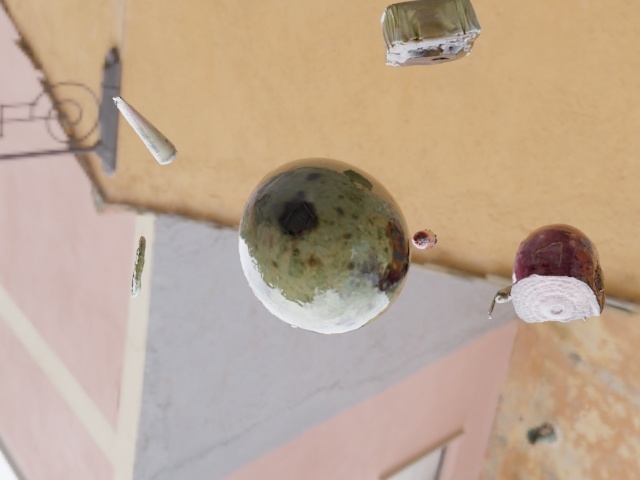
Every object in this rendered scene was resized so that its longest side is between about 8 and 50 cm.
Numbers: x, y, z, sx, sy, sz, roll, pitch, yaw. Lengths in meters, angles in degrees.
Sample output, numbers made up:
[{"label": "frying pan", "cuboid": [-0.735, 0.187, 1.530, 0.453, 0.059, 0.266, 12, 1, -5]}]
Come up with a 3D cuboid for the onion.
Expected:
[{"label": "onion", "cuboid": [0.589, 0.071, 2.518, 0.272, 0.256, 0.230, 14, -128, 8]}]

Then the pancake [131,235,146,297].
[{"label": "pancake", "cuboid": [-0.295, 0.043, 1.635, 0.017, 0.108, 0.108, 7, -155, -8]}]

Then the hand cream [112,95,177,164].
[{"label": "hand cream", "cuboid": [-0.297, -0.190, 1.704, 0.039, 0.143, 0.061, -43, -159, -9]}]

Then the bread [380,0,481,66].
[{"label": "bread", "cuboid": [0.245, -0.460, 2.258, 0.209, 0.110, 0.192, -6, 172, -3]}]

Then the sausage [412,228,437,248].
[{"label": "sausage", "cuboid": [0.227, -0.001, 2.241, 0.050, 0.048, 0.145, -12, 179, 13]}]

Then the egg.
[{"label": "egg", "cuboid": [0.000, 0.000, 2.063, 0.345, 0.345, 0.428, -3, -145, -25]}]
